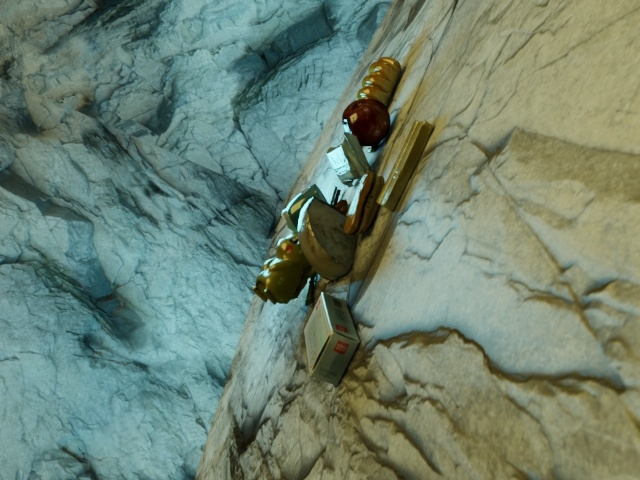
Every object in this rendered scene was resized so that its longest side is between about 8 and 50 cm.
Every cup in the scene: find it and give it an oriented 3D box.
[{"bbox_3d":[-0.054,-0.110,2.101,0.173,0.167,0.300,-28,18,9],"label":"cup"}]

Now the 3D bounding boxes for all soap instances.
[{"bbox_3d":[0.226,-0.203,1.444,0.252,0.037,0.092,-64,12,9],"label":"soap"}]

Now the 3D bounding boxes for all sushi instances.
[{"bbox_3d":[0.066,-0.102,1.993,0.118,0.061,0.060,-47,2,-1],"label":"sushi"}]

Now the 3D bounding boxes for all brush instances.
[{"bbox_3d":[0.035,-0.101,2.205,0.043,0.036,0.248,-112,39,-82],"label":"brush"}]

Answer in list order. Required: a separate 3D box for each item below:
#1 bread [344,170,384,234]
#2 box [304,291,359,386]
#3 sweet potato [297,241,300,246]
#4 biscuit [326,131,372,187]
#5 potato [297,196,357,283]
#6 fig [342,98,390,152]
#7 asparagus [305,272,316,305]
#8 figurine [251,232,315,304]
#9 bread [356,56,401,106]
[{"bbox_3d":[0.131,-0.107,1.603,0.116,0.077,0.200,155,135,-73],"label":"bread"},{"bbox_3d":[0.022,0.247,1.379,0.269,0.079,0.135,-109,42,-75],"label":"box"},{"bbox_3d":[0.000,-0.001,1.892,0.053,0.182,0.054,-35,72,51],"label":"sweet potato"},{"bbox_3d":[0.101,-0.275,1.900,0.079,0.186,0.309,-30,5,-11],"label":"biscuit"},{"bbox_3d":[-0.014,0.029,1.720,0.264,0.189,0.211,127,163,-52],"label":"potato"},{"bbox_3d":[0.172,-0.388,1.879,0.175,0.207,0.175,-22,27,12],"label":"fig"},{"bbox_3d":[-0.034,0.172,1.963,0.236,0.027,0.034,-81,1,-60],"label":"asparagus"},{"bbox_3d":[-0.104,0.092,1.985,0.218,0.169,0.327,9,67,59],"label":"figurine"},{"bbox_3d":[0.206,-0.562,2.088,0.173,0.121,0.311,-147,79,-79],"label":"bread"}]
